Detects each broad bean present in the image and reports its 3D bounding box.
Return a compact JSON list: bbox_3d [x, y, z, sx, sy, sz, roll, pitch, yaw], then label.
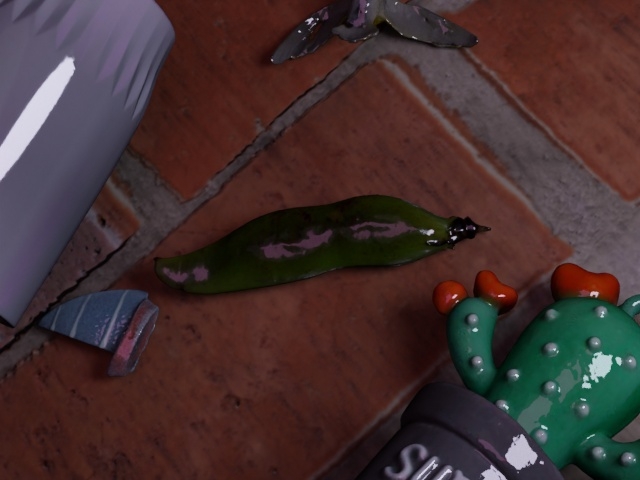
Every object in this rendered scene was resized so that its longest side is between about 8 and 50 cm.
[{"bbox_3d":[0.000,0.000,1.473,0.339,0.061,0.077,-9,82,9],"label":"broad bean"}]

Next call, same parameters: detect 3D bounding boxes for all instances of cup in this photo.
[{"bbox_3d":[-0.328,-0.112,1.484,0.253,0.253,0.371,28,76,19],"label":"cup"}]

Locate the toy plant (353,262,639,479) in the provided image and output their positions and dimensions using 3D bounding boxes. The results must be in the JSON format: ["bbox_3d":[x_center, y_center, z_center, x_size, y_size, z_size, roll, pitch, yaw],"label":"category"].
[{"bbox_3d":[0.178,0.186,1.311,0.400,0.185,0.279,-42,35,-23],"label":"toy plant"}]

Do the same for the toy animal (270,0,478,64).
[{"bbox_3d":[0.058,-0.260,1.532,0.219,0.095,0.155,4,77,12],"label":"toy animal"}]

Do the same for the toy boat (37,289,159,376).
[{"bbox_3d":[-0.234,0.082,1.511,0.122,0.034,0.096,19,71,19],"label":"toy boat"}]
